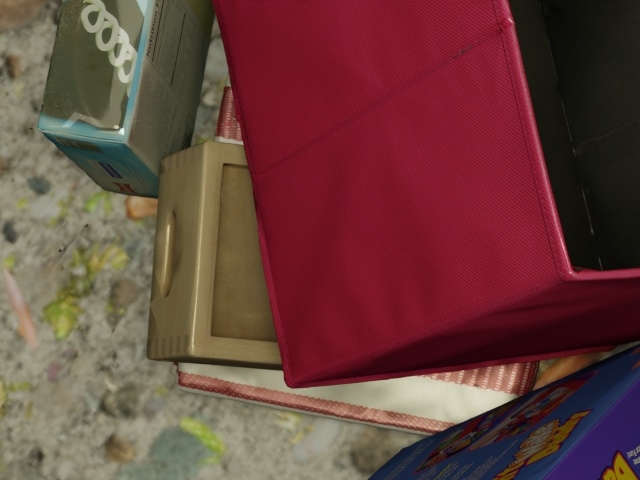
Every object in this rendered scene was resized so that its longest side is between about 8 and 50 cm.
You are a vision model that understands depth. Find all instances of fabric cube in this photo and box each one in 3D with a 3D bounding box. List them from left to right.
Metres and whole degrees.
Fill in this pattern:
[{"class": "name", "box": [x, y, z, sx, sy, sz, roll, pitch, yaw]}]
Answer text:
[{"class": "fabric cube", "box": [0.124, -0.077, 1.038, 0.254, 0.258, 0.259, -6, 78, -33]}]

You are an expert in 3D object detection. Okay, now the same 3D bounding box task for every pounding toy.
[{"class": "pounding toy", "box": [0.006, -0.009, 1.176, 0.206, 0.094, 0.181, 6, 82, -23]}]

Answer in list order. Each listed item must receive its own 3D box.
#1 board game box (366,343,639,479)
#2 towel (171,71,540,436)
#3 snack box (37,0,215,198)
[{"class": "board game box", "box": [0.062, 0.181, 1.004, 0.233, 0.347, 0.078, -29, 93, 39]}, {"class": "towel", "box": [0.045, -0.043, 1.238, 0.237, 0.037, 0.329, 10, 84, 5]}, {"class": "snack box", "box": [-0.102, -0.200, 1.199, 0.060, 0.187, 0.322, 9, 81, 7]}]
